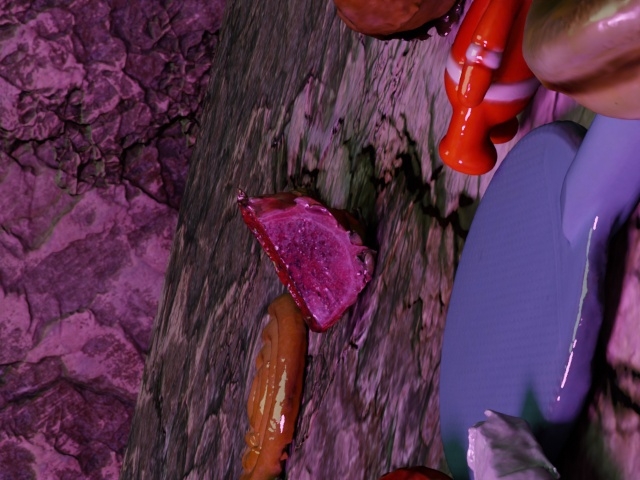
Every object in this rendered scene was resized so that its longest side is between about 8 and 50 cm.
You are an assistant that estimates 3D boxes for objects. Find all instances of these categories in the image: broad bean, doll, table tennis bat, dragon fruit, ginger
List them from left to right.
[{"bbox_3d":[0.000,0.000,1.377,0.147,0.096,0.102,59,178,-9],"label":"dragon fruit"},{"bbox_3d":[0.049,-0.236,1.285,0.107,0.133,0.309,-45,19,16],"label":"ginger"},{"bbox_3d":[0.124,-0.161,0.954,0.142,0.076,0.245,-51,-20,-59],"label":"doll"},{"bbox_3d":[0.126,0.019,0.894,0.329,0.044,0.215,113,164,-52],"label":"table tennis bat"},{"bbox_3d":[0.157,-0.140,0.751,0.153,0.072,0.206,-30,28,33],"label":"broad bean"}]

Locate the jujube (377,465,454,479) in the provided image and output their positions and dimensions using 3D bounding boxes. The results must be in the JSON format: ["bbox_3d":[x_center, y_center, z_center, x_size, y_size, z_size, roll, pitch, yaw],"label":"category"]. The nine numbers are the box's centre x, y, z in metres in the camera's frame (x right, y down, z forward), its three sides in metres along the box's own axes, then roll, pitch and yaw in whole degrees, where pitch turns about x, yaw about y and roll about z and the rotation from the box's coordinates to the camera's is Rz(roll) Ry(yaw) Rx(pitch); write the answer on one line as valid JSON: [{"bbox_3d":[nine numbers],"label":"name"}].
[{"bbox_3d":[0.057,0.178,0.969,0.129,0.077,0.077,107,169,-62],"label":"jujube"}]

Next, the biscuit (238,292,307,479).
[{"bbox_3d":[-0.048,0.163,1.598,0.144,0.033,0.224,175,105,-78],"label":"biscuit"}]

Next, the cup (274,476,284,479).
[{"bbox_3d":[-0.066,0.268,1.534,0.083,0.055,0.074,117,159,-59],"label":"cup"}]

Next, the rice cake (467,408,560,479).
[{"bbox_3d":[0.115,0.171,0.760,0.226,0.040,0.085,-111,15,-65],"label":"rice cake"}]
